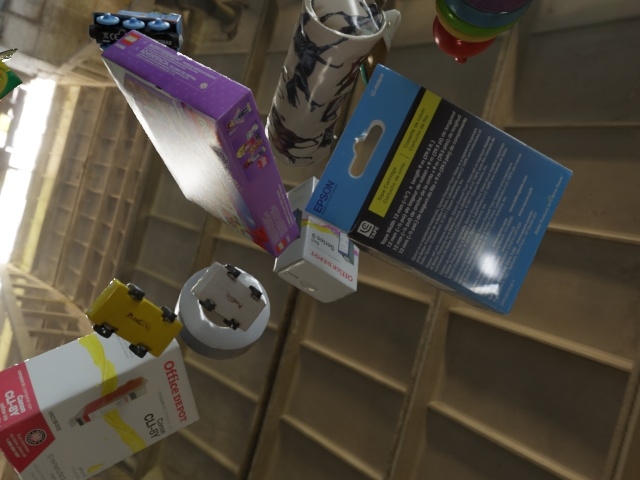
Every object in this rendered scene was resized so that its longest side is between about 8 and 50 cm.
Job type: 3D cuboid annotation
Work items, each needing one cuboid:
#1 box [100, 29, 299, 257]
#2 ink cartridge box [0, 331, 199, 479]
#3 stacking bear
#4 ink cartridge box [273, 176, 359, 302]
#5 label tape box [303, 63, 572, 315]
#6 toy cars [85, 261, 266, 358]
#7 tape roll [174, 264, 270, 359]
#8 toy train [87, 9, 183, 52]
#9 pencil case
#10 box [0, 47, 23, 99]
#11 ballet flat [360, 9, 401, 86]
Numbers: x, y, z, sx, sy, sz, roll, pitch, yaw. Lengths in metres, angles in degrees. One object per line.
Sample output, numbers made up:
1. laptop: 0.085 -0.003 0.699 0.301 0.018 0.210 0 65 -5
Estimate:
1. box: -0.143 -0.113 0.724 0.201 0.293 0.057 32 -111 25
2. ink cartridge box: -0.493 0.361 1.225 0.160 0.385 0.279 41 -36 42
3. stacking bear: 0.263 -0.397 0.891 0.289 0.164 0.175 100 -31 -82
4. ink cartridge box: 0.000 0.000 1.133 0.093 0.154 0.212 -26 -138 39
5. label tape box: 0.175 -0.071 0.850 0.249 0.348 0.115 -64 -173 -3
6. toy cars: -0.276 0.123 1.081 0.087 0.394 0.176 28 -64 39
7. tape roll: -0.235 0.171 1.317 0.072 0.219 0.219 126 -37 -53
8. toy train: -0.371 -0.423 1.111 0.105 0.184 0.080 -95 -170 -53
9. pencil case: 0.002 -0.338 1.150 0.160 0.184 0.410 48 -33 12
10. box: -0.413 -0.150 0.620 0.105 0.043 0.179 11 -123 51
11. ballet flat: 0.105 -0.518 1.215 0.124 0.116 0.342 -19 -94 8
